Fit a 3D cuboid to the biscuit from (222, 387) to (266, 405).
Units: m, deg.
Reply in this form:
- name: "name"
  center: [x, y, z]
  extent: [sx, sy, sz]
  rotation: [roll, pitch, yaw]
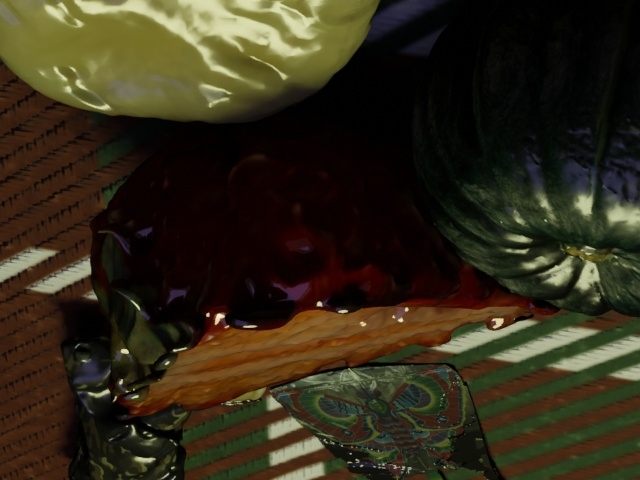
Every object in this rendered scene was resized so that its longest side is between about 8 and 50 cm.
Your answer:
- name: "biscuit"
  center: [-0.051, 0.048, 1.310]
  extent: [0.056, 0.052, 0.188]
  rotation: [5, 145, -7]

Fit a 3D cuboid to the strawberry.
- name: "strawberry"
  center: [-0.006, -0.002, 1.122]
  extent: [0.280, 0.150, 0.253]
  rotation: [-15, 168, -3]

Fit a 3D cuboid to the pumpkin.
- name: "pumpkin"
  center: [0.157, -0.052, 1.017]
  extent: [0.220, 0.162, 0.220]
  rotation: [17, 153, 9]

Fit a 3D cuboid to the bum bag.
- name: "bum bag"
  center: [-0.146, 0.149, 1.459]
  extent: [0.102, 0.069, 0.248]
  rotation: [11, 146, 1]

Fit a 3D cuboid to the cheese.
- name: "cheese"
  center: [-0.074, -0.161, 0.982]
  extent: [0.226, 0.117, 0.214]
  rotation: [8, 142, -11]

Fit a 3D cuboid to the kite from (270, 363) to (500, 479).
- name: "kite"
  center: [0.088, 0.180, 1.476]
  extent: [0.152, 0.015, 0.285]
  rotation: [-11, 138, 29]
